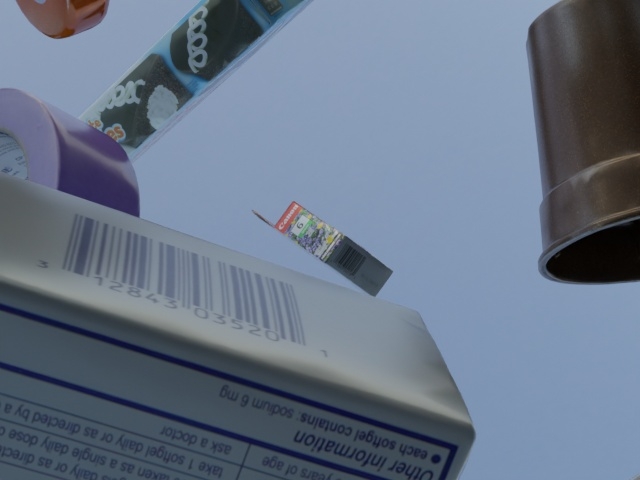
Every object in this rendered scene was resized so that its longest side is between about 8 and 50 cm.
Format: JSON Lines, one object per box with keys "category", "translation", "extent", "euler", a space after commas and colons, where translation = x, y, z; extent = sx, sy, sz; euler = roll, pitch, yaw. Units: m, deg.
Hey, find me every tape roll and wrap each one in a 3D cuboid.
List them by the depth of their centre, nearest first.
{"category": "tape roll", "translation": [-0.223, -0.008, 1.049], "extent": [0.080, 0.189, 0.189], "euler": [28, -124, -48]}

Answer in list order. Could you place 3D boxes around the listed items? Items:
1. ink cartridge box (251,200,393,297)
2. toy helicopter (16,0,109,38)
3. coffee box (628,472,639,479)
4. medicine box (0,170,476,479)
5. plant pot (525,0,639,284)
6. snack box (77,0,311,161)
{"category": "ink cartridge box", "translation": [0.000, 0.000, 1.148], "extent": [0.063, 0.115, 0.029], "euler": [37, -91, -40]}
{"category": "toy helicopter", "translation": [-0.134, -0.305, 0.839], "extent": [0.140, 0.355, 0.235], "euler": [-27, -113, -31]}
{"category": "coffee box", "translation": [0.312, 0.298, 1.392], "extent": [0.141, 0.246, 0.098], "euler": [21, -143, -48]}
{"category": "medicine box", "translation": [-0.111, 0.145, 0.673], "extent": [0.263, 0.149, 0.289], "euler": [18, -75, -11]}
{"category": "plant pot", "translation": [0.211, -0.073, 0.961], "extent": [0.167, 0.167, 0.165], "euler": [1, -109, -29]}
{"category": "snack box", "translation": [-0.133, -0.143, 1.323], "extent": [0.060, 0.322, 0.187], "euler": [49, -149, -5]}
